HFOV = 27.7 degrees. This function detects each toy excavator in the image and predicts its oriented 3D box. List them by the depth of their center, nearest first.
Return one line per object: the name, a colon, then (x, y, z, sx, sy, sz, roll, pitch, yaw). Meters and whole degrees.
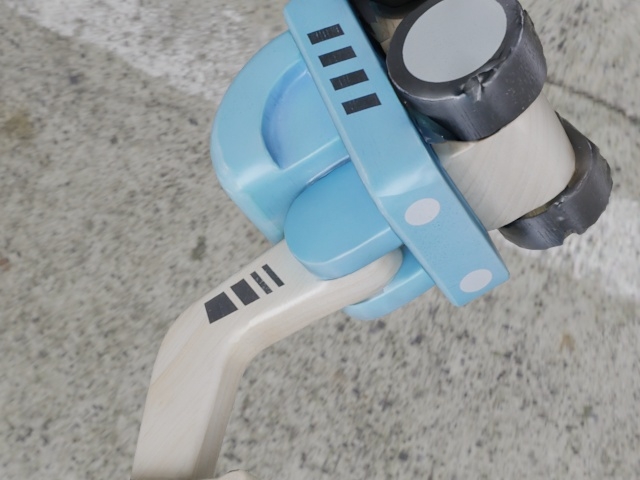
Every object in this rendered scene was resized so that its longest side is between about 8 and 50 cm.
toy excavator: (0.000, 0.000, 1.011, 0.445, 0.222, 0.433, -31, 50, 11)
